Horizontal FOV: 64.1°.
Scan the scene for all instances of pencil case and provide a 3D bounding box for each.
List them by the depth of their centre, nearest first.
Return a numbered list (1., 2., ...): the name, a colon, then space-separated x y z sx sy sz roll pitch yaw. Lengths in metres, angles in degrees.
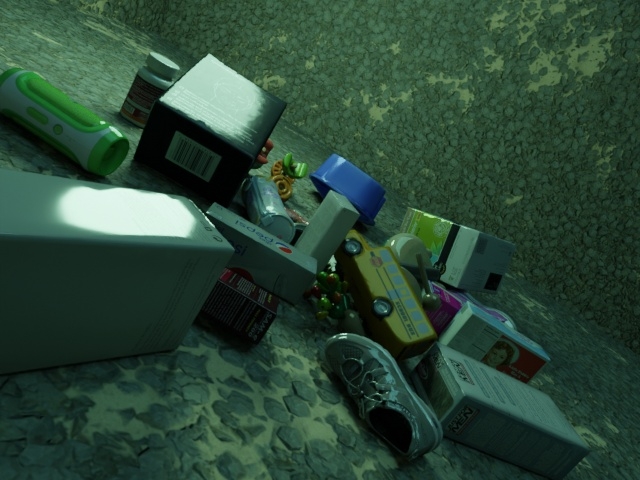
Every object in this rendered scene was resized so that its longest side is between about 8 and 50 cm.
1. pencil case: -0.153 -0.085 1.445 0.114 0.124 0.273 -17 35 -8

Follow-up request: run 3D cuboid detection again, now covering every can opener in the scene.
1. can opener: 0.239 0.110 1.586 0.281 0.074 0.093 5 71 -24

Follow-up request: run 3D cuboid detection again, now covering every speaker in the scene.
1. speaker: -0.599 -0.274 1.185 0.297 0.131 0.131 34 18 2

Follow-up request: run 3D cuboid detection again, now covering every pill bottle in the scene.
1. pill bottle: -0.549 -0.483 1.654 0.121 0.221 0.121 30 18 -11

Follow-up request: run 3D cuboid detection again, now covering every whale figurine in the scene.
1. whale figurine: 0.304 0.106 1.738 0.272 0.141 0.216 49 56 -8

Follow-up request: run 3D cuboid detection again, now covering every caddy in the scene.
1. caddy: 0.108 -0.192 2.100 0.341 0.179 0.241 38 -5 14

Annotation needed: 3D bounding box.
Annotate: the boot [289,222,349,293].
1. boot: 0.002 0.047 1.433 0.236 0.085 0.178 28 21 -17

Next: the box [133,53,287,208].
1. box: -0.309 -0.330 1.511 0.294 0.212 0.395 30 37 -10

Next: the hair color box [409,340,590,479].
1. hair color box: 0.405 0.391 1.170 0.375 0.113 0.185 28 18 -19

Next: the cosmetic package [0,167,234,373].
1. cosmetic package: -0.331 0.042 0.676 0.156 0.217 0.385 43 18 30

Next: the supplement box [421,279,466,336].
1. supplement box: 0.394 0.237 1.557 0.220 0.114 0.111 33 17 -5

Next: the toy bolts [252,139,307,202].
1. toy bolts: -0.198 -0.238 1.841 0.228 0.158 0.218 36 56 -24

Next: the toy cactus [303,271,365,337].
1. toy cactus: 0.036 0.158 1.197 0.180 0.112 0.219 57 3 3

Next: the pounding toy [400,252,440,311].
1. pounding toy: 0.196 0.155 1.419 0.237 0.110 0.182 -18 79 -23

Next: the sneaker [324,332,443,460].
1. sneaker: 0.107 0.283 0.957 0.281 0.105 0.115 42 20 24

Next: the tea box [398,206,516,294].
1. tea box: 0.507 0.042 1.964 0.324 0.219 0.329 24 8 42

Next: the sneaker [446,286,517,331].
1. sneaker: 0.519 0.262 1.742 0.282 0.102 0.161 31 18 32

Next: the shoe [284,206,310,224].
1. shoe: -0.079 -0.050 1.590 0.081 0.063 0.178 17 18 -37

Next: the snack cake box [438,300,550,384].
1. snack cake box: 0.490 0.310 1.462 0.264 0.152 0.089 32 18 -5

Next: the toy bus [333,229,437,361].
1. toy bus: 0.148 0.127 1.262 0.130 0.108 0.332 -12 57 -20

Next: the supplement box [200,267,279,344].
1. supplement box: -0.197 0.091 0.958 0.239 0.073 0.130 31 4 -4

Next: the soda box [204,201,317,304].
1. soda box: -0.152 0.031 1.188 0.286 0.098 0.091 30 17 -9

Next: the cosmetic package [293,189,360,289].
1. cosmetic package: 0.000 0.000 1.297 0.060 0.239 0.099 23 21 -30
